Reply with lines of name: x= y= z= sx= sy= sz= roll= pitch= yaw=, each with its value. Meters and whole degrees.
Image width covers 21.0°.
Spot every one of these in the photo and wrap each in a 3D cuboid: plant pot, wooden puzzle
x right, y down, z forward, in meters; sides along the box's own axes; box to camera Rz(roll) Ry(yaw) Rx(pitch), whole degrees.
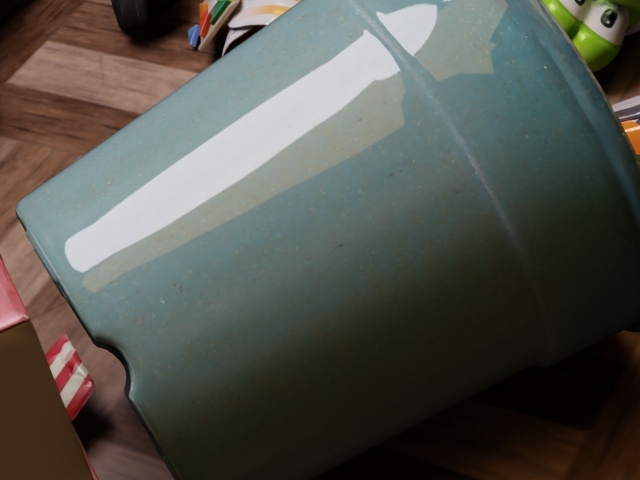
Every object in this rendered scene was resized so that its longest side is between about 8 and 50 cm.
plant pot: x=0.000 y=0.000 z=1.161 sx=0.334 sy=0.341 sz=0.341 roll=-31 pitch=44 yaw=-8
wooden puzzle: x=-0.093 y=-0.216 z=1.562 sx=0.014 sy=0.116 sz=0.078 roll=23 pitch=34 yaw=-22

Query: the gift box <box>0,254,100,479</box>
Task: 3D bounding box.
gift box: x=-0.284 y=0.103 z=1.143 sx=0.255 sy=0.258 sz=0.276 roll=-21 pitch=42 yaw=-9

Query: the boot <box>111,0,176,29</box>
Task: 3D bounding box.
boot: x=-0.092 y=-0.347 z=1.681 sx=0.260 sy=0.131 sz=0.348 roll=-10 pitch=41 yaw=3

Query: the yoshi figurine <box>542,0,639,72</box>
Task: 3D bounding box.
yoshi figurine: x=0.295 y=-0.293 z=1.488 sx=0.204 sy=0.203 sz=0.362 roll=14 pitch=51 yaw=18

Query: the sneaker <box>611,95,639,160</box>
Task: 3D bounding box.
sneaker: x=0.309 y=-0.004 z=1.215 sx=0.321 sy=0.124 sz=0.180 roll=6 pitch=44 yaw=20

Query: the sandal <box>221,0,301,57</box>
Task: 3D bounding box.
sandal: x=-0.034 y=-0.227 z=1.574 sx=0.102 sy=0.076 sz=0.265 roll=0 pitch=44 yaw=16
